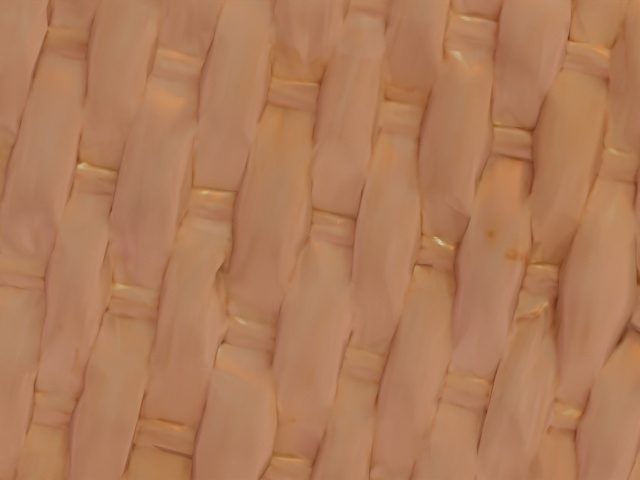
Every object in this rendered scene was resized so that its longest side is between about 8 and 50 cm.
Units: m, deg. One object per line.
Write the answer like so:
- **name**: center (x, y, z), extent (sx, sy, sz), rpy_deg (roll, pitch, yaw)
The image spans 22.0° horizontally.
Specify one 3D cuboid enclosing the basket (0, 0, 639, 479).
- **basket**: center (0.000, 0.000, 0.570), extent (0.266, 0.328, 0.331), rpy_deg (-53, -23, -86)
